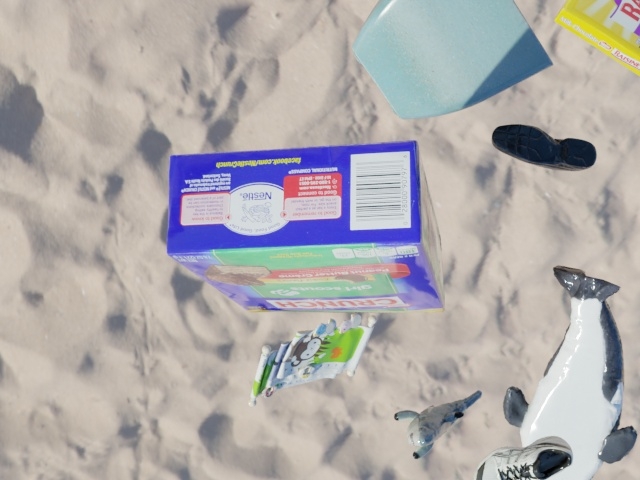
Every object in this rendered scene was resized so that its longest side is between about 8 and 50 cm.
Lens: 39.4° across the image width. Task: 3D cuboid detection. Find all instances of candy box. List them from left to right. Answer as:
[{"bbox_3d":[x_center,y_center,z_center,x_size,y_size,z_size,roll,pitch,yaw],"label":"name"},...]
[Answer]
[{"bbox_3d":[0.000,0.000,1.042,0.268,0.122,0.317,-2,165,12],"label":"candy box"},{"bbox_3d":[0.314,-0.257,0.856,0.105,0.027,0.206,32,70,4],"label":"candy box"}]

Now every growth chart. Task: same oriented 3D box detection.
[{"bbox_3d":[-0.014,0.209,1.603,0.237,0.021,0.172,-12,134,-25],"label":"growth chart"}]

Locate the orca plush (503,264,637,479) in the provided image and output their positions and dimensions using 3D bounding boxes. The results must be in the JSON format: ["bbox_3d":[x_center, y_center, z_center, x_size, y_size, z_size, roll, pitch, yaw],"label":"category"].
[{"bbox_3d":[0.301,0.169,1.078,0.151,0.102,0.287,-3,100,24],"label":"orca plush"}]

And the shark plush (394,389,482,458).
[{"bbox_3d":[0.186,0.269,1.315,0.161,0.073,0.067,-9,166,-35],"label":"shark plush"}]

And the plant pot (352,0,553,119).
[{"bbox_3d":[0.194,-0.334,1.465,0.252,0.247,0.248,-33,103,16],"label":"plant pot"}]

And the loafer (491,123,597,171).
[{"bbox_3d":[0.353,-0.141,1.440,0.170,0.061,0.062,16,74,-2],"label":"loafer"}]

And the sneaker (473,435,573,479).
[{"bbox_3d":[0.163,0.181,0.720,0.083,0.037,0.031,-24,92,3],"label":"sneaker"}]
